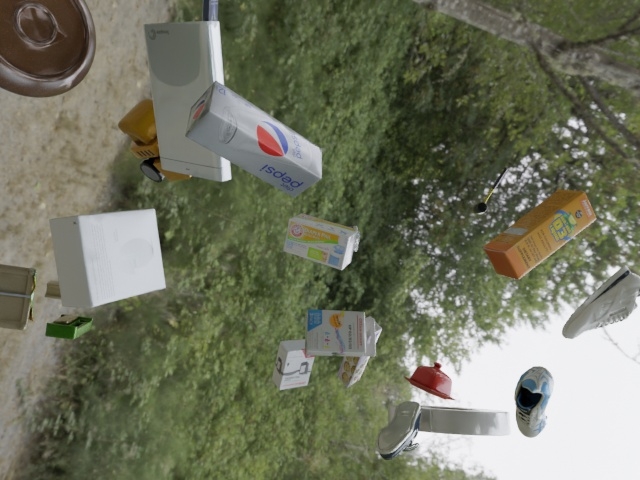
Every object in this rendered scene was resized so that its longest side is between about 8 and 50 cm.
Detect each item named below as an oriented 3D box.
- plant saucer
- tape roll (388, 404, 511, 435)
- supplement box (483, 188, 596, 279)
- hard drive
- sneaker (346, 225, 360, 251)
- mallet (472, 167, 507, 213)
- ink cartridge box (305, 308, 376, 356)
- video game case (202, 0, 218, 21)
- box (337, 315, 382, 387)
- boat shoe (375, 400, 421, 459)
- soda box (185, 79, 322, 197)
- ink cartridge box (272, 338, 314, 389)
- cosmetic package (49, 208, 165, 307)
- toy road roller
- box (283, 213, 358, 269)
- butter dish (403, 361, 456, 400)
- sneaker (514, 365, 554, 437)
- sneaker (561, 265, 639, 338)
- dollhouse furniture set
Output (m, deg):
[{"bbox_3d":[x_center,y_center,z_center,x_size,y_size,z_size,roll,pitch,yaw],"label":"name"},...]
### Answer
[{"bbox_3d":[-0.637,-0.477,1.086,0.050,0.310,0.311,12,-95,36],"label":"plant saucer"},{"bbox_3d":[0.413,0.580,1.598,0.392,0.392,0.072,139,-44,-68],"label":"tape roll"},{"bbox_3d":[0.469,-0.017,1.050,0.233,0.078,0.080,-36,-166,-12],"label":"supplement box"},{"bbox_3d":[-0.320,-0.333,1.184,0.047,0.233,0.353,-26,123,-48],"label":"hard drive"},{"bbox_3d":[0.095,-0.008,1.676,0.170,0.071,0.068,-101,-163,-76],"label":"sneaker"},{"bbox_3d":[0.597,-0.171,1.724,0.190,0.039,0.062,-56,176,-9],"label":"mallet"},{"bbox_3d":[0.054,0.231,1.219,0.061,0.181,0.104,109,-17,-66],"label":"ink cartridge box"},{"bbox_3d":[-0.339,-0.613,1.505,0.196,0.026,0.274,-99,-166,-63],"label":"video game case"},{"bbox_3d":[0.130,0.392,1.700,0.067,0.063,0.324,46,-39,29],"label":"box"},{"bbox_3d":[0.218,0.525,1.330,0.254,0.095,0.079,-24,103,-67],"label":"boat shoe"},{"bbox_3d":[-0.131,-0.204,1.034,0.098,0.286,0.091,-30,-135,38],"label":"soda box"},{"bbox_3d":[-0.086,0.402,1.595,0.063,0.109,0.150,39,-58,52],"label":"ink cartridge box"},{"bbox_3d":[-0.550,0.040,1.280,0.224,0.138,0.224,-13,98,-58],"label":"cosmetic package"},{"bbox_3d":[-0.513,-0.344,1.635,0.329,0.240,0.202,4,-127,41],"label":"toy road roller"},{"bbox_3d":[0.000,0.000,1.546,0.103,0.203,0.114,-33,138,-66],"label":"box"},{"bbox_3d":[0.429,0.520,1.865,0.160,0.160,0.118,8,-109,60],"label":"butter dish"},{"bbox_3d":[0.497,0.396,1.178,0.085,0.086,0.237,39,-33,46],"label":"sneaker"},{"bbox_3d":[0.681,0.164,1.171,0.235,0.095,0.090,-40,157,-2],"label":"sneaker"},{"bbox_3d":[-0.877,0.178,1.527,0.151,0.301,0.197,-163,-97,-80],"label":"dollhouse furniture set"}]
